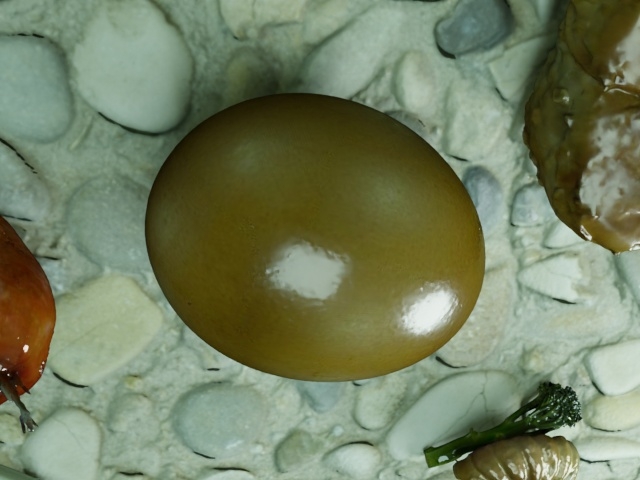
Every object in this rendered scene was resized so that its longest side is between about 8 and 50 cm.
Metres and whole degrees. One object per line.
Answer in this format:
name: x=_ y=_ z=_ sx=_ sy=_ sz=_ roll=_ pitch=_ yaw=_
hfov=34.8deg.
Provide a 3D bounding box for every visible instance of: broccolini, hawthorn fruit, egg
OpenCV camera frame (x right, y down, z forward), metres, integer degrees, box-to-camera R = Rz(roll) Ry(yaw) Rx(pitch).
broccolini: x=0.232 y=0.240 z=1.331 sx=0.216 sy=0.067 sz=0.058 roll=-19 pitch=117 yaw=11
hawthorn fruit: x=-0.355 y=0.085 z=1.008 sx=0.211 sy=0.299 sz=0.211 roll=-29 pitch=139 yaw=-29
egg: x=0.000 y=0.000 z=1.018 sx=0.351 sy=0.283 sz=0.283 roll=18 pitch=114 yaw=-20

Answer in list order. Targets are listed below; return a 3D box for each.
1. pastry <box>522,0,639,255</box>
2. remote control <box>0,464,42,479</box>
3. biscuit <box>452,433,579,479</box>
pastry: x=0.345 y=-0.143 z=1.071 sx=0.255 sy=0.162 sz=0.311 roll=16 pitch=107 yaw=-9
remote control: x=-0.332 y=0.353 z=1.294 sx=0.309 sy=0.038 sz=0.090 roll=29 pitch=110 yaw=-23
biscuit: x=0.265 y=0.295 z=1.316 sx=0.183 sy=0.061 sz=0.118 roll=10 pitch=142 yaw=-29
